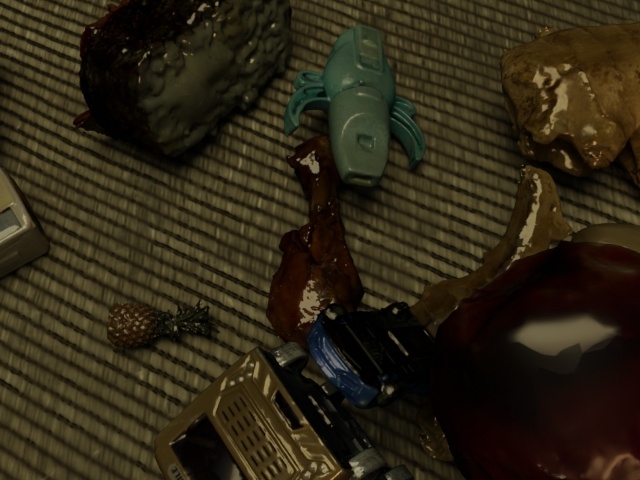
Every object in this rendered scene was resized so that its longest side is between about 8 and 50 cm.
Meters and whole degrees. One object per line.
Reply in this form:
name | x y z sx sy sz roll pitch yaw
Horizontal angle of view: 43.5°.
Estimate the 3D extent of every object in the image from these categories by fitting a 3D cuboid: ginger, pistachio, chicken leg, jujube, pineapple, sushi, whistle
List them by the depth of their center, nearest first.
jujube | 0.260 0.166 0.715 0.258 0.377 0.258 -35 24 18
ginger | 0.178 0.074 0.887 0.148 0.081 0.334 29 82 34
pistachio | 0.343 0.032 0.894 0.149 0.113 0.113 1 62 7
pineapple | -0.183 0.098 0.936 0.124 0.058 0.058 -2 62 3
chicken leg | 0.000 0.000 0.963 0.113 0.093 0.304 10 54 -9
ginger | 0.407 -0.193 0.981 0.375 0.166 0.236 -20 53 1
whistle | 0.049 -0.178 1.025 0.186 0.093 0.274 14 51 -16
sushi | -0.182 -0.248 1.062 0.182 0.196 0.343 23 60 37

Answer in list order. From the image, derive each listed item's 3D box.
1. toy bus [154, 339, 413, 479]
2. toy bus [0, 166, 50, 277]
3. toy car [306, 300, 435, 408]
toy bus | -0.025 0.208 0.737 0.157 0.289 0.139 -38 66 -1
toy bus | -0.511 0.040 0.977 0.342 0.097 0.138 -33 71 -14
toy car | 0.056 0.113 0.764 0.063 0.216 0.103 -49 64 23
